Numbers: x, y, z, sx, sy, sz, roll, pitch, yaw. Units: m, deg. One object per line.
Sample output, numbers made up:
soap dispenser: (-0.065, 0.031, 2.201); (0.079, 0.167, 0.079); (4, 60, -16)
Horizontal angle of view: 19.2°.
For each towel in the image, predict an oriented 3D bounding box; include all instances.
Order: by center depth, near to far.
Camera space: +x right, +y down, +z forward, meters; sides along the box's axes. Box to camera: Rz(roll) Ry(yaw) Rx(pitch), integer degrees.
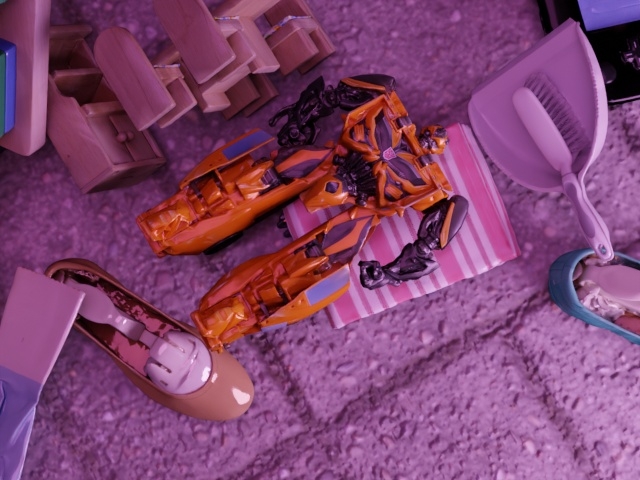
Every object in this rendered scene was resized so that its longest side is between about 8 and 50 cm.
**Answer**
towel: (0.074, -0.014, 1.782); (0.197, 0.029, 0.144); (-21, 80, -1)

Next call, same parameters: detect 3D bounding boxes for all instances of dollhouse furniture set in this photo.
dollhouse furniture set: (-0.150, -0.178, 1.738); (0.242, 0.212, 0.161); (-35, 81, 25)

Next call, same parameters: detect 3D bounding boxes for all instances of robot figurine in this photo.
robot figurine: (-0.008, -0.029, 1.730); (0.291, 0.085, 0.211); (-31, 82, -2)

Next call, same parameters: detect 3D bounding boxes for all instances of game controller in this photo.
game controller: (0.274, -0.287, 1.796); (0.166, 0.067, 0.319); (-14, 81, 2)

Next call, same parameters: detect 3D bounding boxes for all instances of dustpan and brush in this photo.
dustpan and brush: (0.223, -0.078, 1.738); (0.147, 0.060, 0.211); (-36, 81, 37)

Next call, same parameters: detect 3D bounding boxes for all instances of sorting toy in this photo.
sorting toy: (-0.371, -0.214, 1.683); (0.255, 0.257, 0.089); (24, 40, 19)

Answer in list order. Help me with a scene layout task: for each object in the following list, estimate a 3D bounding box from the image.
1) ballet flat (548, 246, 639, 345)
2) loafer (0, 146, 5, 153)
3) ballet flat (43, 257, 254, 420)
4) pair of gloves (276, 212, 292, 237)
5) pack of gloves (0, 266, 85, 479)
ballet flat: (0.326, 0.071, 1.727); (0.247, 0.087, 0.083); (20, 83, 6)
loafer: (-0.357, -0.153, 1.827); (0.170, 0.062, 0.061); (38, 63, 4)
ballet flat: (-0.168, 0.095, 1.763); (0.232, 0.073, 0.080); (32, 85, 7)
pair of gloves: (0.000, 0.000, 1.798); (0.074, 0.010, 0.083); (-15, 82, 1)
pack of gloves: (-0.325, 0.130, 1.771); (0.195, 0.046, 0.232); (19, 88, 28)
